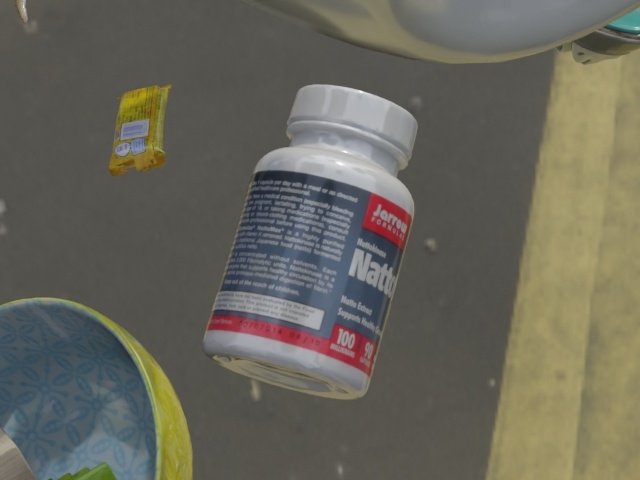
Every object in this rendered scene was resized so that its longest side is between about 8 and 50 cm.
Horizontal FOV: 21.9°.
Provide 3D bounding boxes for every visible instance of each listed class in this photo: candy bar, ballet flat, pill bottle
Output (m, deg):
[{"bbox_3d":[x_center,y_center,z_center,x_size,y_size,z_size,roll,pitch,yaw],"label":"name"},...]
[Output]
[{"bbox_3d":[-0.122,-0.079,1.121,0.040,0.018,0.161,-12,23,1],"label":"candy bar"},{"bbox_3d":[0.248,-0.203,1.563,0.072,0.068,0.213,-10,30,-24],"label":"ballet flat"},{"bbox_3d":[0.000,0.000,1.037,0.108,0.108,0.180,12,78,17],"label":"pill bottle"}]

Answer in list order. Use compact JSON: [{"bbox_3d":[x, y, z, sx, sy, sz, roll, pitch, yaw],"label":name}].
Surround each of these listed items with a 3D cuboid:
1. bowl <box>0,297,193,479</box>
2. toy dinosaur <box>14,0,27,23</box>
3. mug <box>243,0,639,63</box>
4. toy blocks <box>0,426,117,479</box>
[{"bbox_3d":[-0.210,0.204,1.403,0.289,0.156,0.290,-9,72,28],"label":"bowl"},{"bbox_3d":[-0.152,-0.192,0.990,0.092,0.053,0.183,5,35,35],"label":"toy dinosaur"},{"bbox_3d":[-0.051,-0.187,0.379,0.374,0.276,0.328,-33,67,-8],"label":"mug"},{"bbox_3d":[-0.351,0.243,1.245,0.381,0.191,0.261,-32,15,-14],"label":"toy blocks"}]
